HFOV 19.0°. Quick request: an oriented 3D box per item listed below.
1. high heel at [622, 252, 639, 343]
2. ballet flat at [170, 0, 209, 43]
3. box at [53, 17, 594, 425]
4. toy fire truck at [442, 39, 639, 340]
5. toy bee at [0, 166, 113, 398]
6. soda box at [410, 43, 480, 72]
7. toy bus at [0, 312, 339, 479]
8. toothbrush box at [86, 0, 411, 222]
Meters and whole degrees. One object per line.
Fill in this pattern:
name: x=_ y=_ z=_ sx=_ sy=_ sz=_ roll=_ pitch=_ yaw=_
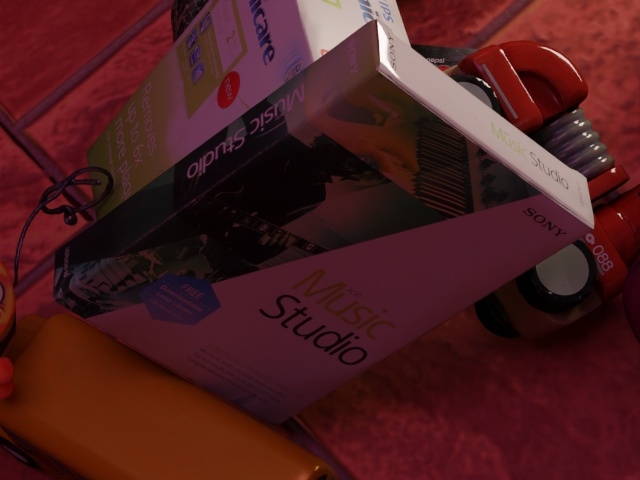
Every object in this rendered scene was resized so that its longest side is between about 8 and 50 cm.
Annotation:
high heel: x=0.369 y=-0.047 z=1.417 sx=0.127 sy=0.181 sz=0.377 roll=32 pitch=72 yaw=28
ballet flat: x=0.064 y=-0.309 z=1.683 sx=0.483 sy=0.164 sz=0.182 roll=-35 pitch=28 yaw=-4
box: x=0.000 y=0.000 z=1.364 sx=0.322 sy=0.232 sz=0.058 roll=-35 pitch=41 yaw=29
toy fire truck: x=0.212 y=-0.071 z=1.491 sx=0.246 sy=0.158 sz=0.217 roll=-28 pitch=83 yaw=-22
toy bee: x=-0.295 y=0.046 z=1.439 sx=0.298 sy=0.195 sz=0.162 roll=-22 pitch=64 yaw=5
soda box: x=0.100 y=-0.128 z=1.619 sx=0.169 sy=0.053 sz=0.060 roll=7 pitch=64 yaw=19
toy bus: x=-0.141 y=0.158 z=1.485 sx=0.332 sy=0.130 sz=0.108 roll=27 pitch=72 yaw=27
toothbrush box: x=-0.053 y=-0.069 z=1.494 sx=0.283 sy=0.122 sz=0.206 roll=-45 pitch=42 yaw=32
